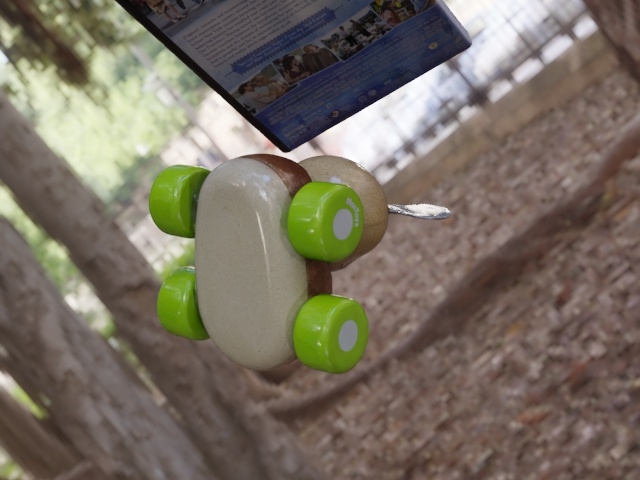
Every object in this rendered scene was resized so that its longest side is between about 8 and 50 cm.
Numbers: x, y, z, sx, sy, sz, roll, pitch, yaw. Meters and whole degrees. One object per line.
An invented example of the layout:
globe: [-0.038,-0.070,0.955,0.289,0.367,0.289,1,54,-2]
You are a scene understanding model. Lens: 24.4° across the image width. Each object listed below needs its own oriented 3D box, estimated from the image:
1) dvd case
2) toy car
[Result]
dvd case: [-0.019,-0.171,1.093,0.180,0.022,0.253,-29,-37,17]
toy car: [0.000,0.000,1.051,0.155,0.149,0.188,10,20,38]
